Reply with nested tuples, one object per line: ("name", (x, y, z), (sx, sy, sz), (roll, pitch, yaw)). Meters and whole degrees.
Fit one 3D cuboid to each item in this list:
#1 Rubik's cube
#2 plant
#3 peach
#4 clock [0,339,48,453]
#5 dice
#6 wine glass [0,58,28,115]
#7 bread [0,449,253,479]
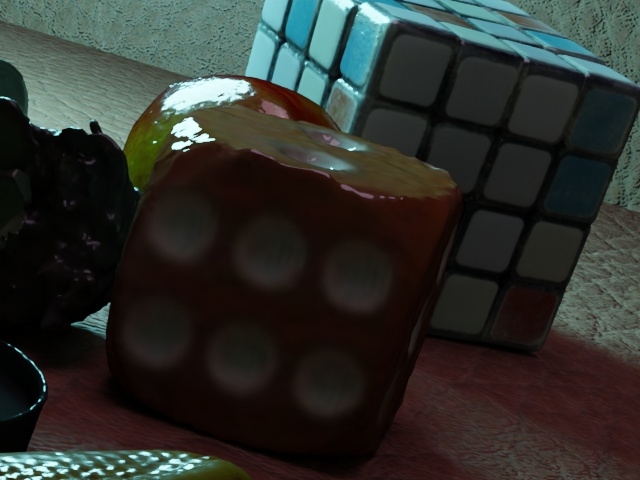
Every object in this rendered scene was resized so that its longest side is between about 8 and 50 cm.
("Rubik's cube", (0.080, -0.081, 1.356), (0.259, 0.256, 0.253), (8, 20, -26))
("plant", (-0.183, -0.013, 0.943), (0.131, 0.142, 0.203), (13, 3, 13))
("peach", (-0.061, -0.036, 1.149), (0.197, 0.197, 0.197), (16, 10, -3))
("clock", (-0.222, 0.067, 0.731), (0.184, 0.040, 0.184), (16, 10, -3))
("dice", (-0.021, 0.020, 0.936), (0.175, 0.174, 0.179), (20, 9, 10))
("wine glass", (-0.394, -0.147, 1.481), (0.231, 0.103, 0.103), (18, 9, 33))
("bread", (-0.103, 0.115, 0.561), (0.189, 0.077, 0.114), (7, -6, -40))
